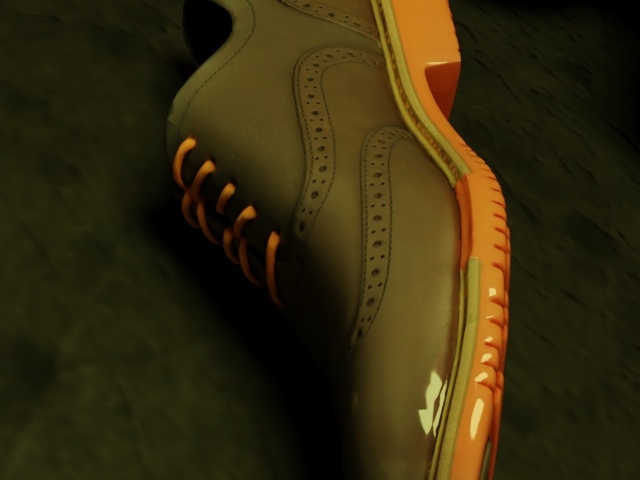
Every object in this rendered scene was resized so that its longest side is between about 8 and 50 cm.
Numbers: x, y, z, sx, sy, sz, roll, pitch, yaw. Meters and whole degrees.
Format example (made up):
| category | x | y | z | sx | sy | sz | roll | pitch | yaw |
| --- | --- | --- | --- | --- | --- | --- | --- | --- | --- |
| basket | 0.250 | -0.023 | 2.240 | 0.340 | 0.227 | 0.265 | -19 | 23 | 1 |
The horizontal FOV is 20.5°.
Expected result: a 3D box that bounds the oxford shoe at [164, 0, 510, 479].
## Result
| category | x | y | z | sx | sy | sz | roll | pitch | yaw |
| --- | --- | --- | --- | --- | --- | --- | --- | --- | --- |
| oxford shoe | 0.000 | 0.000 | 0.554 | 0.098 | 0.097 | 0.271 | 1 | 35 | -7 |
